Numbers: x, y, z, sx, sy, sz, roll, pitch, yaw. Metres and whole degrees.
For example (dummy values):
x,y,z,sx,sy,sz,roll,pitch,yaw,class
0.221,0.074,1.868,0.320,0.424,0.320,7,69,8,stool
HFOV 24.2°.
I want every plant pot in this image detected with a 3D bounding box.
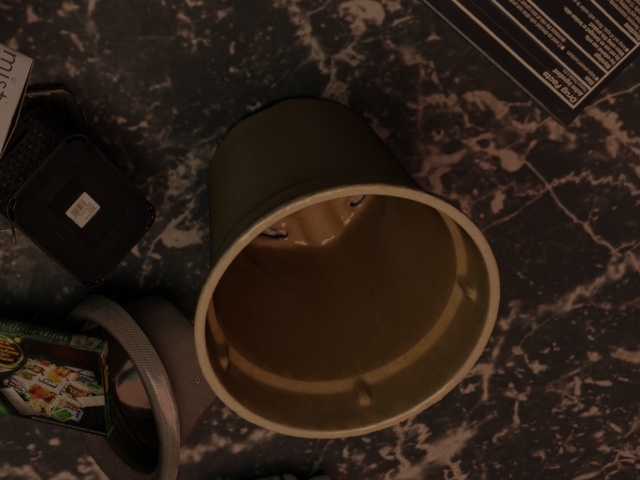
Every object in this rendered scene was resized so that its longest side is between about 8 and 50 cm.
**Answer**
x,y,z,sx,sy,sz,roll,pitch,yaw,class
0.000,0.000,1.706,0.334,0.305,0.334,-7,125,-10,plant pot

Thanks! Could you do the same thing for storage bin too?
x,y,z,sx,sy,sz,roll,pitch,yaw,class
-0.285,-0.047,1.677,0.122,0.084,0.180,-49,139,-8,storage bin

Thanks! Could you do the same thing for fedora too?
x,y,z,sx,sy,sz,roll,pitch,yaw,class
-0.211,0.176,1.855,0.124,0.244,0.275,-25,124,-33,fedora

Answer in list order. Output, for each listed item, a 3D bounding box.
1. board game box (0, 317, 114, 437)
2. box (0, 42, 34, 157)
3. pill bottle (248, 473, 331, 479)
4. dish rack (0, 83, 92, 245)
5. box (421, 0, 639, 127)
x,y,z,sx,sy,sz,roll,pitch,yaw,class
-0.376,0.155,1.812,0.259,0.030,0.136,11,128,14,board game box
-0.438,-0.135,1.459,0.231,0.127,0.262,25,155,-23,box
-0.069,0.381,2.067,0.180,0.108,0.108,-10,125,-7,pill bottle
-0.391,-0.070,1.703,0.271,0.074,0.208,-9,126,-9,dish rack
0.253,-0.339,1.615,0.296,0.183,0.294,37,107,-29,box
